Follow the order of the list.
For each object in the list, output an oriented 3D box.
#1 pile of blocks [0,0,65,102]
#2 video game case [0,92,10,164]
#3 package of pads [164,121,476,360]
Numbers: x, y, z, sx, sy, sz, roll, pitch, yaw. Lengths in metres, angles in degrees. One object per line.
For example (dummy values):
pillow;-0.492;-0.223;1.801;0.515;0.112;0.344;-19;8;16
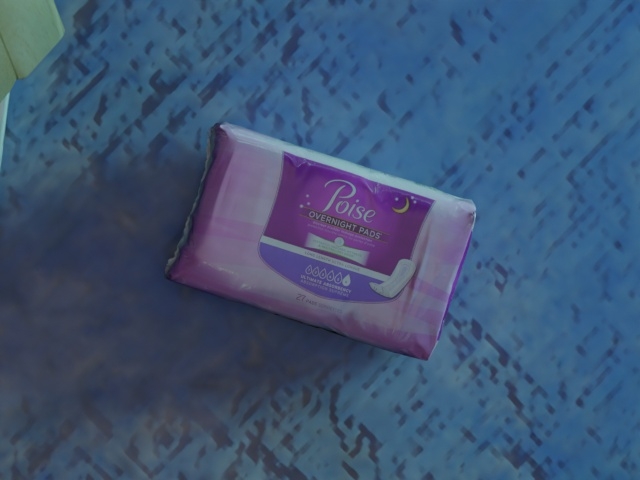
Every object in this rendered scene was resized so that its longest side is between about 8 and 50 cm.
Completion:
pile of blocks;-0.234;0.016;0.485;0.362;0.113;0.149;-14;48;1
video game case;-0.140;-0.005;0.561;0.087;0.011;0.122;7;89;-6
package of pads;0.000;0.000;0.565;0.083;0.032;0.050;18;89;-6
